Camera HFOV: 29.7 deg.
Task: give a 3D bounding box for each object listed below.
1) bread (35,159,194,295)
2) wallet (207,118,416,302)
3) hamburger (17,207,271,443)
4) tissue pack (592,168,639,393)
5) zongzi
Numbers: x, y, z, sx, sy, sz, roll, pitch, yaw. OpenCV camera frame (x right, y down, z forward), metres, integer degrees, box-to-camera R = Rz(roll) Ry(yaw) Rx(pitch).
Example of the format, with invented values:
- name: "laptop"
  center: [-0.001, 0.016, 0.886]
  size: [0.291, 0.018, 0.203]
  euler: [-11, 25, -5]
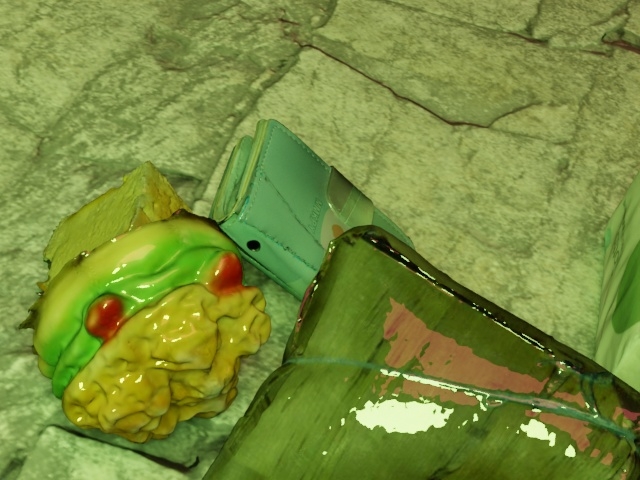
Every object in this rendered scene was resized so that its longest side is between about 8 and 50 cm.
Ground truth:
- name: "bread"
  center: [-0.209, 0.022, 1.287]
  size: [0.160, 0.169, 0.140]
  euler: [-19, 42, 20]
- name: "wallet"
  center: [0.000, 0.000, 1.285]
  size: [0.250, 0.075, 0.176]
  euler: [41, 36, -24]
- name: "hamburger"
  center: [-0.149, 0.095, 1.124]
  size: [0.237, 0.237, 0.149]
  euler: [-18, 60, -31]
- name: "tissue pack"
  center: [0.448, 0.085, 1.332]
  size: [0.266, 0.194, 0.356]
  euler: [21, 41, 2]
- name: "zongzi"
  center: [0.082, 0.222, 1.087]
  size: [0.356, 0.174, 0.393]
  euler: [28, 70, 16]
